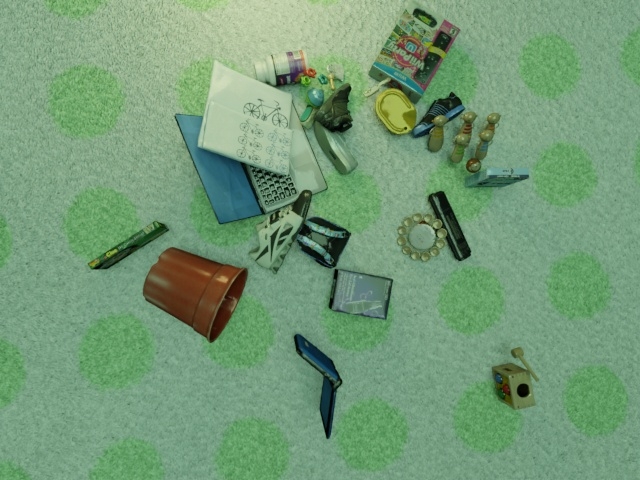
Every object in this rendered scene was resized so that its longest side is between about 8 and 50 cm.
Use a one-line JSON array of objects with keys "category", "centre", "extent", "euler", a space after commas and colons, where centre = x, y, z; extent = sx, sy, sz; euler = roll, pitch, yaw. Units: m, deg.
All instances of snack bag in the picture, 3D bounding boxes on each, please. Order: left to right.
[{"category": "snack bag", "centre": [-0.236, -0.418, 1.512], "extent": [0.322, 0.037, 0.343], "euler": [15, 70, -28]}]

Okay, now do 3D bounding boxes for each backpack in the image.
[{"category": "backpack", "centre": [0.000, 0.000, 1.586], "extent": [0.173, 0.117, 0.158], "euler": [26, 86, -8]}]

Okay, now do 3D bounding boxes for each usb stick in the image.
[{"category": "usb stick", "centre": [0.492, -0.058, 1.676], "extent": [0.077, 0.045, 0.278], "euler": [-25, 90, -28]}]

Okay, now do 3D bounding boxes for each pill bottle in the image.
[{"category": "pill bottle", "centre": [-0.141, -0.625, 1.609], "extent": [0.193, 0.108, 0.108], "euler": [-12, 89, -6]}]

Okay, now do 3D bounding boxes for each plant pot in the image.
[{"category": "plant pot", "centre": [-0.424, 0.163, 1.483], "extent": [0.264, 0.272, 0.273], "euler": [24, 85, 3]}]

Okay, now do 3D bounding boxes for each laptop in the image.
[{"category": "laptop", "centre": [-0.217, -0.296, 1.524], "extent": [0.407, 0.236, 0.382], "euler": [-22, 90, -6]}]

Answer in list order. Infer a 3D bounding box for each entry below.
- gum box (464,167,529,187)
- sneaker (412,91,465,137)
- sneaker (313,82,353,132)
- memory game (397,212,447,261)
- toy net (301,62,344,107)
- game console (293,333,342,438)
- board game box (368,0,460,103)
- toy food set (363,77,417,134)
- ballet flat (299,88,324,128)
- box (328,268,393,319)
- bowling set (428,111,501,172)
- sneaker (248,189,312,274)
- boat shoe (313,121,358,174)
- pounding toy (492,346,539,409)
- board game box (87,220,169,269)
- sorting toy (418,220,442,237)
[{"category": "gum box", "centre": [0.647, -0.231, 1.631], "extent": [0.156, 0.184, 0.041], "euler": [-1, 88, -5]}, {"category": "sneaker", "centre": [0.435, -0.479, 1.680], "extent": [0.232, 0.081, 0.091], "euler": [-30, 81, -9]}, {"category": "sneaker", "centre": [0.075, -0.479, 1.618], "extent": [0.130, 0.087, 0.228], "euler": [40, 54, -13]}, {"category": "memory game", "centre": [0.379, -0.014, 1.651], "extent": [0.186, 0.012, 0.187], "euler": [2, 96, 15]}, {"category": "toy net", "centre": [0.007, -0.592, 1.618], "extent": [0.122, 0.045, 0.232], "euler": [45, 54, -16]}, {"category": "game console", "centre": [-0.030, 0.473, 1.479], "extent": [0.250, 0.293, 0.173], "euler": [40, 84, -2]}, {"category": "board game box", "centre": [0.354, -0.711, 1.669], "extent": [0.223, 0.097, 0.304], "euler": [30, 86, -3]}, {"category": "toy food set", "centre": [0.268, -0.496, 1.661], "extent": [0.128, 0.071, 0.218], "euler": [-39, 97, 3]}, {"category": "ballet flat", "centre": [-0.028, -0.487, 1.644], "extent": [0.057, 0.052, 0.168], "euler": [15, 68, 36]}, {"category": "box", "centre": [0.145, 0.193, 1.602], "extent": [0.206, 0.108, 0.153], "euler": [9, 86, -5]}, {"category": "bowling set", "centre": [0.558, -0.363, 1.608], "extent": [0.286, 0.154, 0.200], "euler": [-13, 52, -8]}, {"category": "sneaker", "centre": [-0.146, -0.048, 1.535], "extent": [0.146, 0.122, 0.331], "euler": [28, 105, -6]}, {"category": "boat shoe", "centre": [0.060, -0.353, 1.641], "extent": [0.081, 0.079, 0.228], "euler": [-32, 88, -27]}, {"category": "pounding toy", "centre": [0.704, 0.498, 1.606], "extent": [0.094, 0.181, 0.206], "euler": [-10, 88, -6]}, {"category": "board game box", "centre": [-0.654, 0.019, 1.517], "extent": [0.259, 0.136, 0.030], "euler": [-34, 88, -7]}, {"category": "sorting toy", "centre": [0.419, -0.039, 1.671], "extent": [0.101, 0.042, 0.061], "euler": [13, 86, -5]}]
